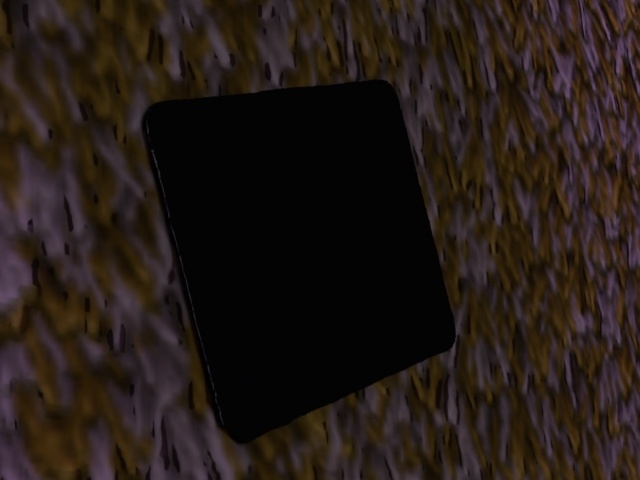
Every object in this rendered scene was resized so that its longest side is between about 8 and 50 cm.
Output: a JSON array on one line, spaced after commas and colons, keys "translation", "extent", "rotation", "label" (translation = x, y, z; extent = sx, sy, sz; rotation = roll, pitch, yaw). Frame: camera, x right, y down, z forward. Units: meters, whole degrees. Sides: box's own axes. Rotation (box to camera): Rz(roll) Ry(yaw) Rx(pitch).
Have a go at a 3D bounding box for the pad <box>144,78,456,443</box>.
[{"translation": [0.000, 0.000, 0.485], "extent": [0.157, 0.003, 0.112], "rotation": [-15, 90, -56], "label": "pad"}]
